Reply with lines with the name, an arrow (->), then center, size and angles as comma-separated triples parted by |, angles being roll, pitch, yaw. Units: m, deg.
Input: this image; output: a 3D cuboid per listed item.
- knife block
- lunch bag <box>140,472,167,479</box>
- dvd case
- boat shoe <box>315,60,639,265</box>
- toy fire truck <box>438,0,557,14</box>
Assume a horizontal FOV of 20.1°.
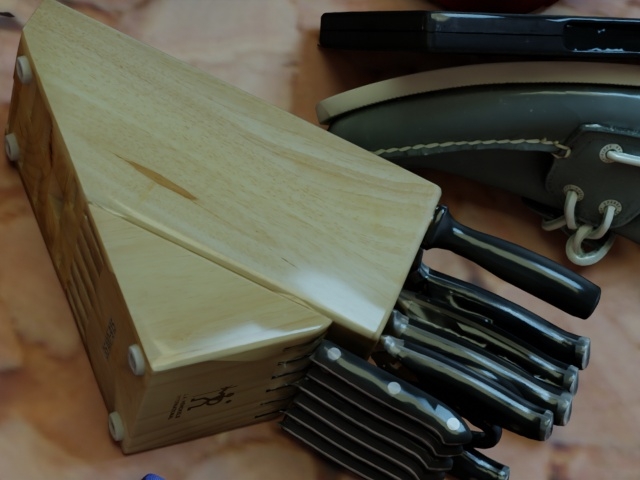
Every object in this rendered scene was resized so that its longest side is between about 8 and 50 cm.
knife block -> 0.000, 0.000, 0.870 | 0.242, 0.088, 0.276 | -13, 63, -24
lunch bag -> -0.038, 0.190, 0.735 | 0.151, 0.096, 0.129 | 23, 55, 11
dvd case -> 0.144, -0.104, 0.937 | 0.253, 0.180, 0.022 | 0, 97, -16
boat shoe -> 0.157, -0.037, 0.923 | 0.319, 0.116, 0.099 | 1, 88, -5
toy fire truck -> 0.047, -0.212, 0.978 | 0.246, 0.158, 0.217 | -36, 85, -17
